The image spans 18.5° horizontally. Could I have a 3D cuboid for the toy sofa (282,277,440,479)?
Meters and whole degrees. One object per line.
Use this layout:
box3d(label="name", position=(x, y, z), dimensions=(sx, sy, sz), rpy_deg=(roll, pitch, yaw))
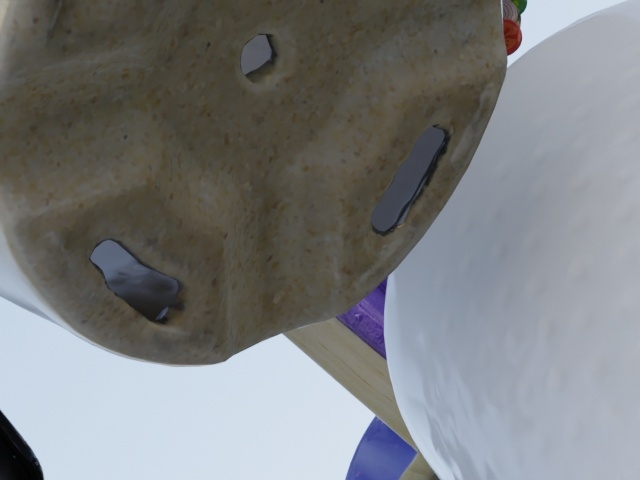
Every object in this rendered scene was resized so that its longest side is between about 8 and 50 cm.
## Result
box3d(label="toy sofa", position=(0.000, 0.000, 1.361), dimensions=(0.177, 0.362, 0.150), rpy_deg=(-51, -14, 4))

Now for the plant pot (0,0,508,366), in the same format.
box3d(label="plant pot", position=(-0.103, -0.113, 0.746), dimensions=(0.333, 0.305, 0.334), rpy_deg=(-21, -55, -34))

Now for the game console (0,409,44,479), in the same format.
box3d(label="game console", position=(-0.214, 0.175, 1.222), dimensions=(0.213, 0.361, 0.044), rpy_deg=(-42, -5, 24))

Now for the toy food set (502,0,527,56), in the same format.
box3d(label="toy food set", position=(0.075, -0.128, 1.104), dimensions=(0.083, 0.083, 0.020), rpy_deg=(-26, -25, -17))

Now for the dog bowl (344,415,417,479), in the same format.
box3d(label="dog bowl", position=(0.149, 0.213, 1.518), dimensions=(0.264, 0.104, 0.265), rpy_deg=(-8, -73, -29))

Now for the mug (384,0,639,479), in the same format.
box3d(label="mug", position=(0.169, 0.100, 0.749), dimensions=(0.374, 0.328, 0.276), rpy_deg=(-35, -63, -4))
